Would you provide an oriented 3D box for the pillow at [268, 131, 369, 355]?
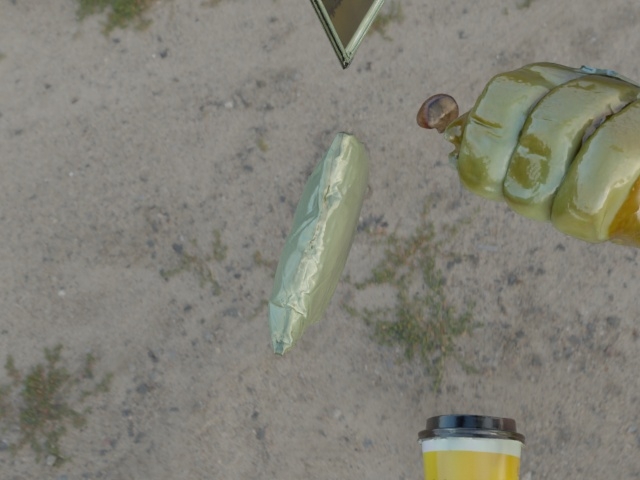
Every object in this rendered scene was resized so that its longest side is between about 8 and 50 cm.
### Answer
[{"bbox_3d":[0.000,-0.001,1.007,0.076,0.281,0.274,18,94,7],"label":"pillow"}]

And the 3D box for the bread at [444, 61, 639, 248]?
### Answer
[{"bbox_3d":[0.367,-0.112,0.984,0.341,0.301,0.210,37,116,50],"label":"bread"}]

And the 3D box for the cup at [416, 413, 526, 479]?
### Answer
[{"bbox_3d":[0.264,0.449,1.328,0.197,0.196,0.279,1,69,11],"label":"cup"}]

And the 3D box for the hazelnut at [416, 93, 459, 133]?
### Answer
[{"bbox_3d":[0.233,-0.255,1.500,0.087,0.086,0.086,-5,60,8],"label":"hazelnut"}]

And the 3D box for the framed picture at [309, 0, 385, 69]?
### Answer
[{"bbox_3d":[0.046,-0.402,1.088,0.014,0.197,0.252,1,49,34],"label":"framed picture"}]
